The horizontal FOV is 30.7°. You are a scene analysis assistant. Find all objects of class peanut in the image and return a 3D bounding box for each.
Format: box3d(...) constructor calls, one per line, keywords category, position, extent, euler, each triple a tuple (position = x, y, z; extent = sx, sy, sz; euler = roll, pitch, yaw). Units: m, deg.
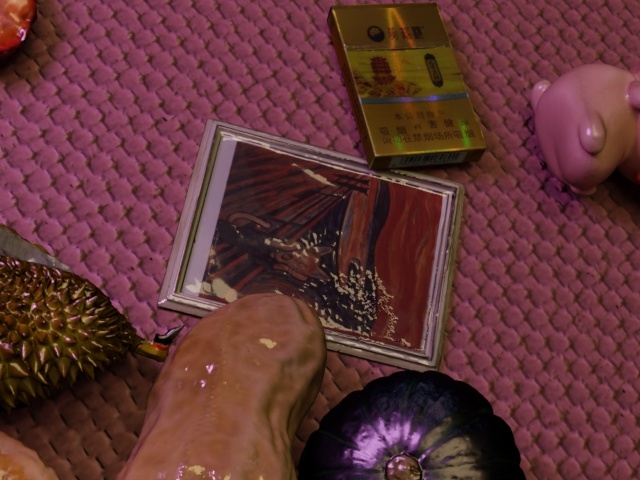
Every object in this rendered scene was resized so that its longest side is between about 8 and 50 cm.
box3d(category="peanut", position=(-0.080, 0.167, 0.939), extent=(0.149, 0.149, 0.313), euler=(21, 47, -2))

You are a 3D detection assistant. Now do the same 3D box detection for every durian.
box3d(category="durian", position=(-0.244, 0.075, 0.954), extent=(0.237, 0.193, 0.138), euler=(28, 89, -16))

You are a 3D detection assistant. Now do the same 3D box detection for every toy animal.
box3d(category="toy animal", position=(0.325, -0.118, 1.176), extent=(0.197, 0.171, 0.171), euler=(-1, 64, -11))

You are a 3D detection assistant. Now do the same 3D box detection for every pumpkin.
box3d(category="pumpkin", position=(0.072, 0.203, 0.959), extent=(0.194, 0.150, 0.194), euler=(5, 66, -11))

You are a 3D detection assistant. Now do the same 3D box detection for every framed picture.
box3d(category="framed picture", position=(0.000, 0.000, 1.120), extent=(0.273, 0.016, 0.216), euler=(14, 62, -6))

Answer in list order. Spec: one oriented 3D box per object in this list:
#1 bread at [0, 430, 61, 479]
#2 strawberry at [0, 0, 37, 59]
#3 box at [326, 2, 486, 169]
box3d(category="bread", position=(-0.285, 0.264, 0.858), extent=(0.244, 0.134, 0.244), euler=(5, 61, -8))
box3d(category="strawberry", position=(-0.384, -0.263, 1.121), extent=(0.236, 0.111, 0.190), euler=(53, 51, -11))
box3d(category="box", position=(0.086, -0.163, 1.204), extent=(0.121, 0.030, 0.193), euler=(-5, 62, -17))
